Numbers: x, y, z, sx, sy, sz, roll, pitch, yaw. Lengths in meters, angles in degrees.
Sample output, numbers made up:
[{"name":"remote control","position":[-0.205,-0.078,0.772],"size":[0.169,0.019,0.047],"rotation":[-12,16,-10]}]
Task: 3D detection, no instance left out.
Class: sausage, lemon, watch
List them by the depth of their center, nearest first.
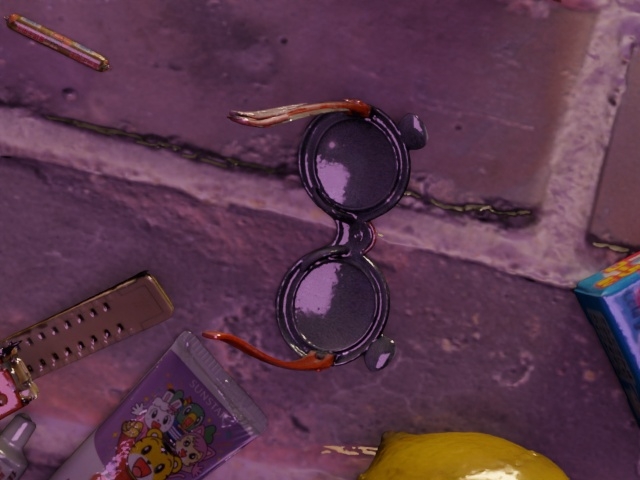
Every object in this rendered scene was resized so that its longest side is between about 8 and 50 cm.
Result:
[{"name":"watch","position":[-0.262,0.112,1.493],"size":[0.268,0.165,0.102],"rotation":[-26,96,18]},{"name":"lemon","position":[0.121,0.287,1.525],"size":[0.228,0.228,0.253],"rotation":[-9,99,-5]},{"name":"sausage","position":[-0.225,-0.169,1.563],"size":[0.100,0.015,0.015],"rotation":[26,91,-7]}]

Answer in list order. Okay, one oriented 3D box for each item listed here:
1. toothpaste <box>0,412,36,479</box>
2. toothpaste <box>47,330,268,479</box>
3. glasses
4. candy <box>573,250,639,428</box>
[{"name":"toothpaste","position":[-0.328,0.259,1.566],"size":[0.069,0.047,0.268],"rotation":[36,92,-26]},{"name":"toothpaste","position":[-0.186,0.218,1.572],"size":[0.299,0.073,0.114],"rotation":[-43,98,-9]},{"name":"glasses","position":[0.000,0.000,1.478],"size":[0.118,0.268,0.234],"rotation":[11,95,12]},{"name":"candy","position":[0.396,0.043,1.599],"size":[0.306,0.100,0.157],"rotation":[-26,95,-5]}]
